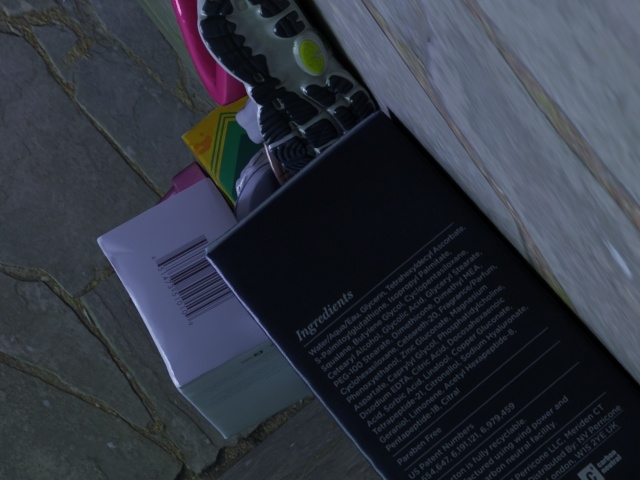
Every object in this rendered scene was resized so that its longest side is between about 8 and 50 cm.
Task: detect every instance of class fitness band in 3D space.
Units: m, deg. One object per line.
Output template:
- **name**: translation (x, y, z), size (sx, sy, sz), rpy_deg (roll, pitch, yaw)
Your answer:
- **fitness band**: translation (-0.131, -0.256, 1.344), size (0.209, 0.054, 0.291), rpy_deg (59, 171, 7)

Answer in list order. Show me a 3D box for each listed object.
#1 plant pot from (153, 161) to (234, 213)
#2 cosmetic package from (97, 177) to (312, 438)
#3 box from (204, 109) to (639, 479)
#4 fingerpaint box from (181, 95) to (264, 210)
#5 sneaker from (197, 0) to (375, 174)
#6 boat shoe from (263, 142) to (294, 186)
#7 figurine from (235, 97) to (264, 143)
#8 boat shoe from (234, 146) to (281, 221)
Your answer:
- **plant pot**: translation (-0.220, -0.001, 2.121), size (0.201, 0.180, 0.201), rpy_deg (53, 180, -1)
- **cosmetic package**: translation (-0.128, 0.100, 1.576), size (0.217, 0.156, 0.385), rpy_deg (59, 173, 19)
- **box**: translation (0.117, 0.124, 1.181), size (0.395, 0.212, 0.293), rpy_deg (49, 178, 18)
- **fingerpaint box**: translation (0.000, 0.000, 2.079), size (0.445, 0.163, 0.371), rpy_deg (53, 177, -34)
- **sneaker**: translation (-0.026, -0.165, 1.146), size (0.110, 0.107, 0.275), rpy_deg (-104, -12, -45)
- **boat shoe**: translation (0.022, -0.055, 1.612), size (0.285, 0.103, 0.092), rpy_deg (45, 175, -21)
- **figurine**: translation (-0.004, -0.119, 1.433), size (0.215, 0.092, 0.209), rpy_deg (52, 170, -4)
- **boat shoe**: translation (-0.065, -0.067, 1.646), size (0.258, 0.084, 0.095), rpy_deg (-49, -57, -58)
